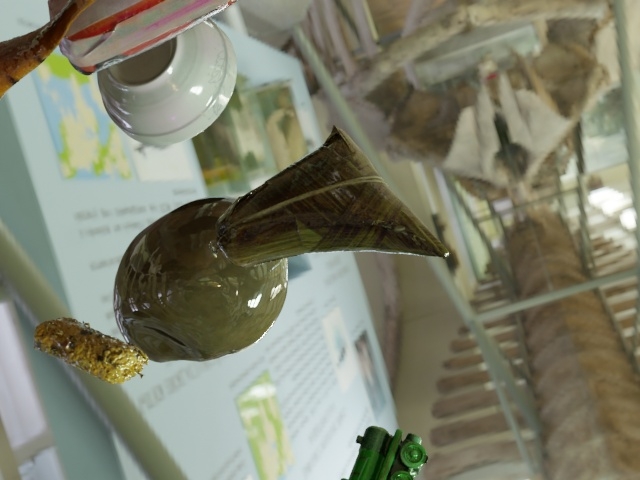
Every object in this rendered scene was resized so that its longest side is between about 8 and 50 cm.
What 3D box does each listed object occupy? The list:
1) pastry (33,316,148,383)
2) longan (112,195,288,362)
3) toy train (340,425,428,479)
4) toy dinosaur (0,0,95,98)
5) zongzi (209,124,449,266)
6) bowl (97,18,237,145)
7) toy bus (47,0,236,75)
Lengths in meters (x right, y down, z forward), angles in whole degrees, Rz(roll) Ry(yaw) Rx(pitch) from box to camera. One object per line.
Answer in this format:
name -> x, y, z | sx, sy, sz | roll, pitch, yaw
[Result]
pastry -> -0.296, 0.141, 1.382 | 0.140, 0.056, 0.080 | 20, -166, 22
longan -> -0.210, 0.073, 1.831 | 0.350, 0.288, 0.288 | -24, 178, 40
toy train -> 0.080, 0.401, 1.662 | 0.085, 0.119, 0.251 | 103, 10, -57
toy dinosaur -> -0.378, -0.166, 1.120 | 0.097, 0.208, 0.432 | 14, 122, -47
zongzi -> 0.000, 0.000, 1.385 | 0.247, 0.241, 0.111 | -33, 145, -9
bowl -> -0.321, -0.343, 2.117 | 0.286, 0.287, 0.144 | -17, 159, 13
toy bus -> -0.289, -0.381, 1.709 | 0.302, 0.128, 0.147 | -24, 168, 3
